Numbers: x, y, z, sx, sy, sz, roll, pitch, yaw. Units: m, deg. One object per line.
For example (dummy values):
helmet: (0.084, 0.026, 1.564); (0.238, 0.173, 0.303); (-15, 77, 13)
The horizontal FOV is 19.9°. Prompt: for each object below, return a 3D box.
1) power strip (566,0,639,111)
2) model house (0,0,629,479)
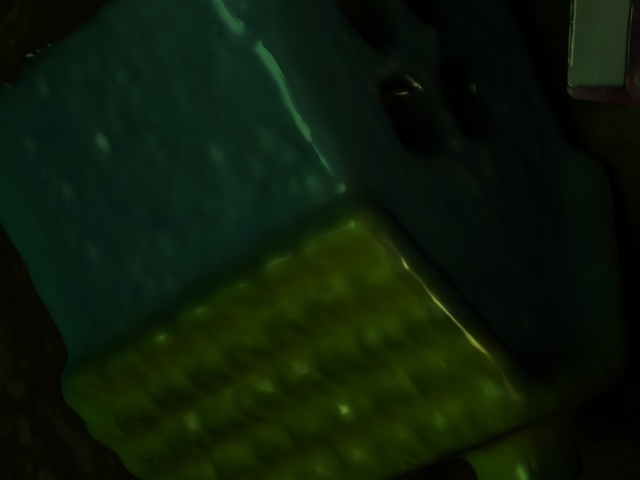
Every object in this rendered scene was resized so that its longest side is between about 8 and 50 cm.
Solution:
power strip: (0.153, -0.187, 0.776); (0.037, 0.109, 0.279); (9, 100, 41)
model house: (0.000, 0.000, 0.881); (0.237, 0.215, 0.303); (-31, 76, 41)
